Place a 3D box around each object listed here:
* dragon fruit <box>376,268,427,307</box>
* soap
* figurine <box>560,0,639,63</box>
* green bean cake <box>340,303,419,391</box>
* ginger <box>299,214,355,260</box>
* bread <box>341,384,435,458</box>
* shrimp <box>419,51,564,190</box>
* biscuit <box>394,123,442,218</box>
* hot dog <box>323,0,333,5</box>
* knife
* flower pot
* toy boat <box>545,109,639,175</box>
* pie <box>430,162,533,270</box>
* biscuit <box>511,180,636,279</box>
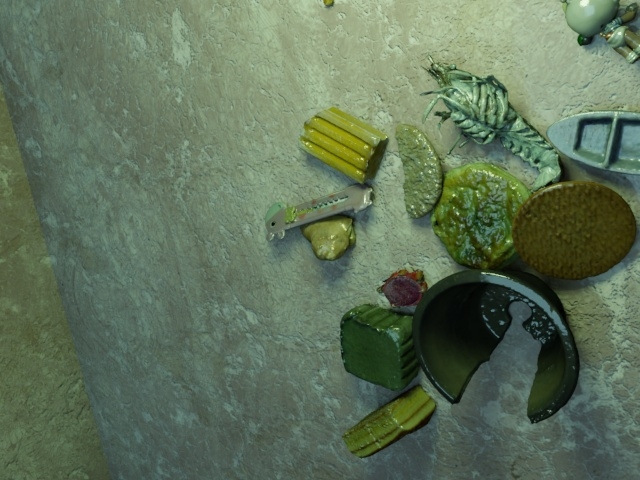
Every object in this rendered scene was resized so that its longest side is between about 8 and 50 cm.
[{"bbox_3d":[0.233,0.129,1.665,0.126,0.068,0.112,-32,104,26],"label":"dragon fruit"},{"bbox_3d":[0.057,-0.267,1.633,0.232,0.073,0.140,32,122,22],"label":"soap"},{"bbox_3d":[0.566,-0.436,1.196,0.197,0.093,0.147,40,148,8],"label":"figurine"},{"bbox_3d":[0.166,0.301,1.738,0.227,0.125,0.222,9,114,35],"label":"green bean cake"},{"bbox_3d":[-0.002,-0.002,1.755,0.193,0.122,0.115,8,132,39],"label":"ginger"},{"bbox_3d":[0.203,0.538,1.763,0.234,0.184,0.110,-43,74,39],"label":"bread"},{"bbox_3d":[0.376,-0.269,1.361,0.411,0.166,0.221,34,146,5],"label":"shrimp"},{"bbox_3d":[0.253,-0.175,1.525,0.133,0.032,0.249,7,109,56],"label":"biscuit"},{"bbox_3d":[0.019,-0.672,1.536,0.044,0.028,0.137,21,119,58],"label":"hot dog"},{"bbox_3d":[-0.018,-0.092,1.746,0.399,0.038,0.132,-15,63,35],"label":"knife"},{"bbox_3d":[0.436,0.202,1.423,0.380,0.251,0.379,15,116,33],"label":"flower pot"},{"bbox_3d":[0.617,-0.207,1.250,0.283,0.078,0.127,16,116,31],"label":"toy boat"},{"bbox_3d":[0.388,-0.060,1.471,0.277,0.079,0.276,12,112,31],"label":"pie"},{"bbox_3d":[0.558,-0.021,1.339,0.262,0.037,0.261,8,127,11],"label":"biscuit"}]
